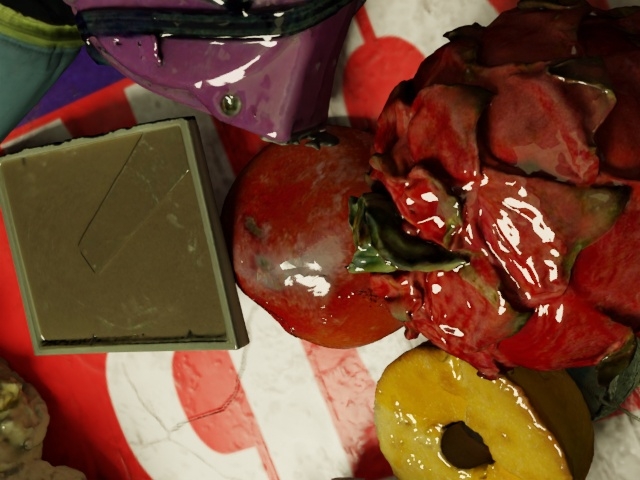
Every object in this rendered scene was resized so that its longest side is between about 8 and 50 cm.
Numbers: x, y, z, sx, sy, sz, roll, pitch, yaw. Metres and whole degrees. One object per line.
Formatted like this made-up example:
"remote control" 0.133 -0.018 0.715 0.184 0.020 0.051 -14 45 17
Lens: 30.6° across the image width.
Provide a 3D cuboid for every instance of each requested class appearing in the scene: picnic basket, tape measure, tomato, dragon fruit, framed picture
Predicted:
"picnic basket" 0.224 0.112 0.890 0.083 0.065 0.083 34 112 28
"tape measure" -0.068 -0.211 0.882 0.245 0.149 0.231 20 107 14
"tomato" 0.000 0.000 0.928 0.173 0.099 0.189 -40 84 24
"dragon fruit" 0.159 -0.042 0.789 0.299 0.244 0.244 -44 84 3
"framed picture" -0.180 0.004 0.996 0.265 0.018 0.192 -5 100 40

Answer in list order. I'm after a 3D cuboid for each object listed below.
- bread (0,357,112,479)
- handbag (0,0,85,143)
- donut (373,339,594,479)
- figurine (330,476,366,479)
"bread" -0.312 0.238 1.055 0.192 0.171 0.314 -39 85 19
"handbag" -0.354 -0.176 0.959 0.263 0.222 0.241 46 107 8
"donut" 0.129 0.144 0.899 0.174 0.075 0.190 48 141 9
"figurine" 0.020 0.282 0.940 0.129 0.208 0.183 2 71 -3
